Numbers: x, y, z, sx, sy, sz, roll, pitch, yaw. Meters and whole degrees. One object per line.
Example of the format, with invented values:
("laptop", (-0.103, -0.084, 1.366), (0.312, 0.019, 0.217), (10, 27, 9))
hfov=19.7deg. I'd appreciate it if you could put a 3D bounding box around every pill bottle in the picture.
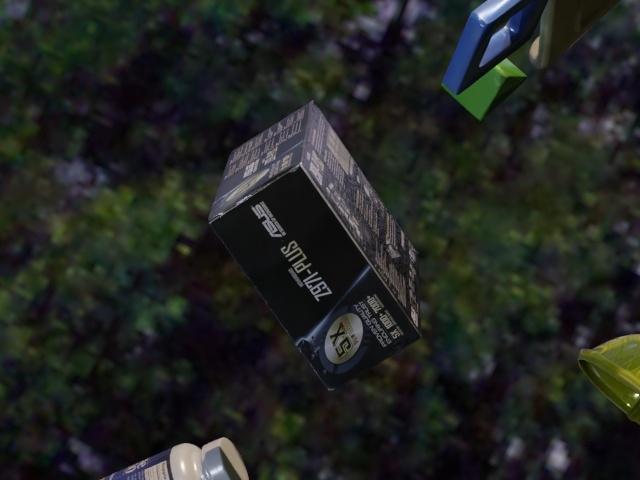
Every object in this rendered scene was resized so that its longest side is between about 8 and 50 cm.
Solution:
("pill bottle", (-0.122, 0.205, 1.496), (0.120, 0.067, 0.067), (-25, -13, 14))

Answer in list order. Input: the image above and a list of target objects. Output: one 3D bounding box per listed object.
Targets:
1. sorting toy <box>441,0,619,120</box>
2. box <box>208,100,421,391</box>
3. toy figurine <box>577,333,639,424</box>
("sorting toy", (0.179, -0.200, 1.010), (0.348, 0.047, 0.196), (-42, -15, -13))
("box", (0.000, 0.000, 1.293), (0.077, 0.147, 0.180), (-32, 14, 11))
("toy figurine", (0.395, 0.122, 1.355), (0.217, 0.362, 0.191), (-54, -38, 3))
